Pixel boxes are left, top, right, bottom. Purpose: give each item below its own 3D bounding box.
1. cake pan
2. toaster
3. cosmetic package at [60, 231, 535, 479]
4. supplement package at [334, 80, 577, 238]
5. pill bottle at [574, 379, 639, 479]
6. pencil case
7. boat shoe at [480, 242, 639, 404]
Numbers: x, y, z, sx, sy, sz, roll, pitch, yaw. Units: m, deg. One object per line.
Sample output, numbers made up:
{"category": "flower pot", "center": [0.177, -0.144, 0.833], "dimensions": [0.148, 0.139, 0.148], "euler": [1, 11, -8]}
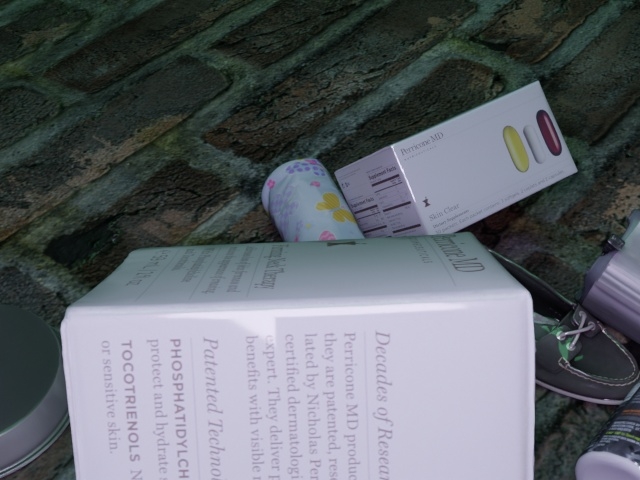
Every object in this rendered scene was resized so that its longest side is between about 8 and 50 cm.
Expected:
{"category": "cake pan", "center": [-0.462, 0.190, 1.291], "dimensions": [0.293, 0.054, 0.293], "euler": [-2, 42, 2]}
{"category": "toaster", "center": [0.422, 0.056, 1.253], "dimensions": [0.146, 0.227, 0.129], "euler": [36, 81, 16]}
{"category": "cosmetic package", "center": [-0.013, 0.181, 0.990], "dimensions": [0.394, 0.327, 0.329], "euler": [-3, 9, 0]}
{"category": "supplement package", "center": [0.192, -0.100, 1.425], "dimensions": [0.262, 0.145, 0.204], "euler": [-26, 3, -22]}
{"category": "pill bottle", "center": [0.412, 0.218, 1.143], "dimensions": [0.130, 0.130, 0.246], "euler": [29, 52, 31]}
{"category": "pencil case", "center": [0.000, 0.000, 1.424], "dimensions": [0.114, 0.124, 0.273], "euler": [9, 37, -29]}
{"category": "boat shoe", "center": [0.276, 0.100, 1.307], "dimensions": [0.335, 0.095, 0.112], "euler": [32, 53, 32]}
